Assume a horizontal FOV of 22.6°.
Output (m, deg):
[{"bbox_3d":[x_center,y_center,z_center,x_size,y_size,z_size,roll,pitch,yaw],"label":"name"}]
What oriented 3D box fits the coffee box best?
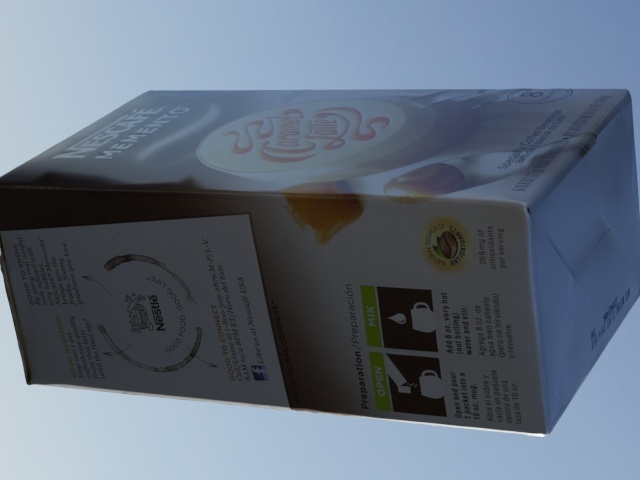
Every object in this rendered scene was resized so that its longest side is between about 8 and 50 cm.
[{"bbox_3d":[0.000,0.000,0.693,0.141,0.246,0.098,-41,128,-55],"label":"coffee box"}]
